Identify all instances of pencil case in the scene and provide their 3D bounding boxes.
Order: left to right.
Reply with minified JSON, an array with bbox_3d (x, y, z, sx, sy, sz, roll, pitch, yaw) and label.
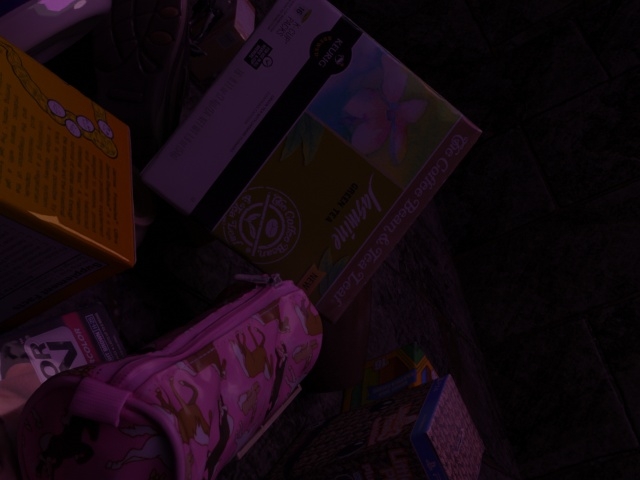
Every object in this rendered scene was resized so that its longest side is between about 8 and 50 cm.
[{"bbox_3d":[-0.123,0.147,0.677,0.167,0.160,0.386,67,21,-4],"label":"pencil case"}]

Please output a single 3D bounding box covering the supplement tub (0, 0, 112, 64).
[{"bbox_3d":[-0.414,-0.339,0.709,0.331,0.241,0.241,57,22,-18],"label":"supplement tub"}]

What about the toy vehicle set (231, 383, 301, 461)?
[{"bbox_3d":[-0.123,0.219,1.061,0.166,0.035,0.267,64,20,-1],"label":"toy vehicle set"}]

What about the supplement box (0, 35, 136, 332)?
[{"bbox_3d":[-0.365,-0.081,0.598,0.356,0.194,0.195,38,33,-51],"label":"supplement box"}]

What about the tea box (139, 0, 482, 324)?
[{"bbox_3d":[-0.018,-0.119,0.946,0.323,0.329,0.220,37,1,-8],"label":"tea box"}]

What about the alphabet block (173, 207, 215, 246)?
[{"bbox_3d":[-0.149,-0.128,1.169,0.192,0.197,0.193,62,21,-6],"label":"alphabet block"}]

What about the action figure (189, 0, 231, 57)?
[{"bbox_3d":[-0.274,-0.469,1.321,0.164,0.141,0.276,23,34,-17],"label":"action figure"}]

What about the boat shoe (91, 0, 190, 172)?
[{"bbox_3d":[-0.264,-0.256,0.996,0.130,0.132,0.356,-47,152,-81],"label":"boat shoe"}]

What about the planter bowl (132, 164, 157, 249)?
[{"bbox_3d":[-0.285,-0.042,0.867,0.162,0.109,0.162,51,24,-34],"label":"planter bowl"}]

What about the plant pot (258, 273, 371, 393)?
[{"bbox_3d":[0.006,0.161,1.247,0.215,0.215,0.231,-2,83,-68],"label":"plant pot"}]

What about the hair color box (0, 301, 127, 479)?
[{"bbox_3d":[-0.299,0.185,0.578,0.174,0.105,0.347,65,21,0],"label":"hair color box"}]

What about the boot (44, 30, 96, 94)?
[{"bbox_3d":[-0.403,-0.362,0.997,0.263,0.091,0.229,46,25,-63],"label":"boot"}]

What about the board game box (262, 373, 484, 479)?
[{"bbox_3d":[0.089,0.359,1.049,0.141,0.291,0.232,64,20,-1],"label":"board game box"}]

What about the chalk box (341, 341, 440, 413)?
[{"bbox_3d":[0.157,0.384,1.344,0.179,0.180,0.289,56,21,-21],"label":"chalk box"}]

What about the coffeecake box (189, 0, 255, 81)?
[{"bbox_3d":[-0.220,-0.449,1.441,0.068,0.142,0.185,48,25,-37],"label":"coffeecake box"}]
